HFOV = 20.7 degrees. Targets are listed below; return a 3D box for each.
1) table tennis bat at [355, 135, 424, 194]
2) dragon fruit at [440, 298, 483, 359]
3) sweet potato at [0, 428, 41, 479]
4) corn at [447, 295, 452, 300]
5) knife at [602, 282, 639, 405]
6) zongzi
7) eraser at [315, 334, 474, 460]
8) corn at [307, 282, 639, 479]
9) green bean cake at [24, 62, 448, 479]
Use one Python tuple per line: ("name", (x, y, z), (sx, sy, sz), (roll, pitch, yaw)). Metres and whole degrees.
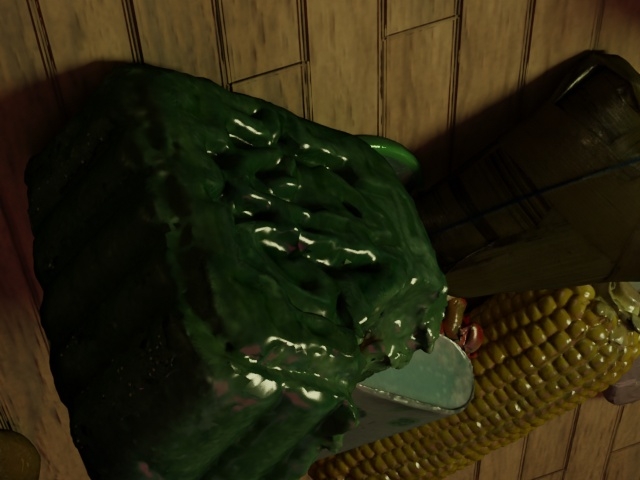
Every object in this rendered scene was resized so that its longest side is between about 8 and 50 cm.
("table tennis bat", (0.000, 0.000, 1.524), (0.160, 0.039, 0.257), (-5, 143, -24))
("dragon fruit", (0.093, 0.082, 1.672), (0.112, 0.068, 0.126), (22, 151, -39))
("sweet potato", (-0.296, 0.220, 1.658), (0.069, 0.059, 0.249), (-2, 153, 4))
("corn", (0.157, -0.004, 1.589), (0.237, 0.079, 0.079), (-24, 150, -4))
("knife", (0.356, 0.087, 1.900), (0.132, 0.038, 0.398), (-17, 151, -7))
("zongzi", (0.229, 0.020, 1.438), (0.260, 0.289, 0.123), (-37, 153, 8))
("eraser", (0.004, 0.142, 1.632), (0.174, 0.081, 0.227), (16, 153, -36))
("corn", (0.155, 0.145, 1.761), (0.387, 0.144, 0.144), (-33, 149, 25))
("green bean cake", (-0.041, 0.040, 1.277), (0.308, 0.300, 0.169), (16, 132, -40))
